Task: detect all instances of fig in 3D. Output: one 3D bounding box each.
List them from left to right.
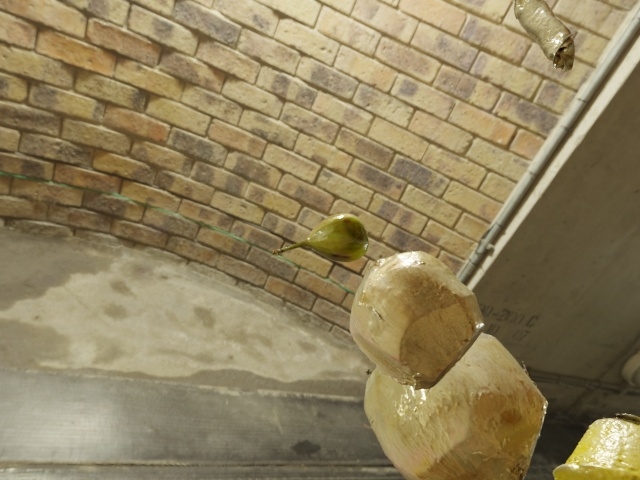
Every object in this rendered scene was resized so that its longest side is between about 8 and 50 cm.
[{"bbox_3d":[0.006,-0.011,0.726,0.166,0.094,0.093,10,24,-15],"label":"fig"}]

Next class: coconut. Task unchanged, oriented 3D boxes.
[{"bbox_3d":[0.132,0.105,0.619,0.194,0.195,0.194,22,20,-9],"label":"coconut"},{"bbox_3d":[0.327,0.418,0.977,0.404,0.405,0.405,22,20,-9],"label":"coconut"}]

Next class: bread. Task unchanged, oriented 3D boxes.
[{"bbox_3d":[0.536,0.420,0.731,0.197,0.197,0.170,34,55,22],"label":"bread"}]

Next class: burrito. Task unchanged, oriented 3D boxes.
[{"bbox_3d":[0.485,-0.456,0.899,0.082,0.059,0.276,46,31,-39],"label":"burrito"}]
